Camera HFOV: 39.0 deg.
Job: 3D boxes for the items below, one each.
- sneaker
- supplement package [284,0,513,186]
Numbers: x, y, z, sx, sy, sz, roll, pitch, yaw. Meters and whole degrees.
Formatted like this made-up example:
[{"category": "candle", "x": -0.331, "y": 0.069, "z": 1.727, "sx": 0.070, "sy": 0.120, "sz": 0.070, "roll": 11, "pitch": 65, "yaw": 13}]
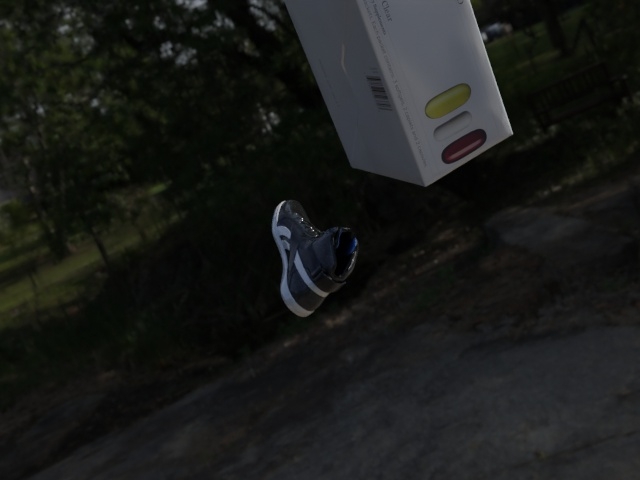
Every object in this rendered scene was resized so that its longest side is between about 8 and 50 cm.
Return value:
[{"category": "sneaker", "x": 0.000, "y": 0.000, "z": 1.312, "sx": 0.121, "sy": 0.079, "sz": 0.217, "roll": -38, "pitch": 39, "yaw": 26}, {"category": "supplement package", "x": 0.096, "y": -0.227, "z": 1.151, "sx": 0.145, "sy": 0.262, "sz": 0.204, "roll": -31, "pitch": 23, "yaw": -17}]
